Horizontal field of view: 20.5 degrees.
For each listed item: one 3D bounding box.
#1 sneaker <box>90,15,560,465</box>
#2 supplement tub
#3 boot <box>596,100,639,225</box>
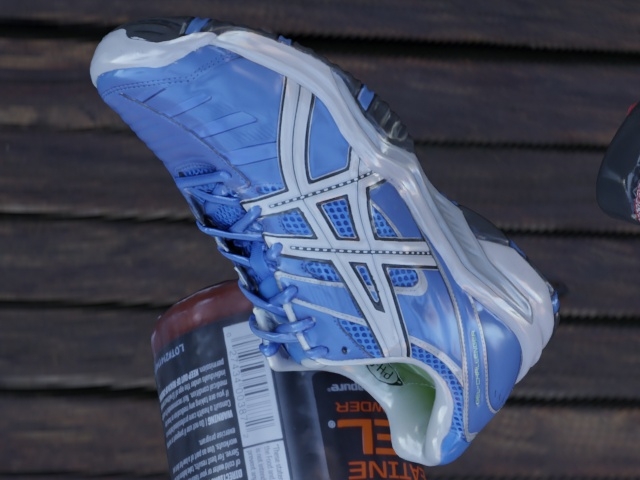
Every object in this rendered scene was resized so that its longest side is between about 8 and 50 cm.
[{"bbox_3d":[0.000,0.000,0.639,0.211,0.080,0.081,39,63,-19],"label":"sneaker"},{"bbox_3d":[-0.005,0.118,0.719,0.106,0.106,0.198,-9,70,-6],"label":"supplement tub"},{"bbox_3d":[0.270,-0.085,0.979,0.244,0.176,0.088,-42,126,-8],"label":"boot"}]
